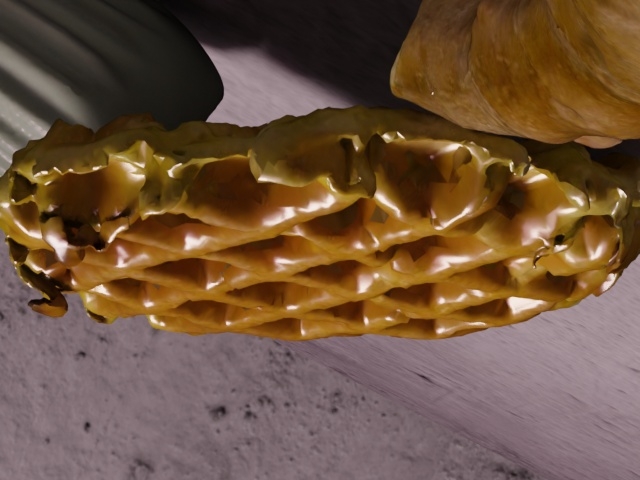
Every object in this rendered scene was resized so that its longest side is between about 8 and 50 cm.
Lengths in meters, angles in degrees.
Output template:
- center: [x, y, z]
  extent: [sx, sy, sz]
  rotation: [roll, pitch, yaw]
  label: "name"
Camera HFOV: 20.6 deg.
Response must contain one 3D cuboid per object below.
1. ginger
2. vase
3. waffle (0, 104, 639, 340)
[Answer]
- center: [0.088, -0.069, 0.544]
  extent: [0.118, 0.065, 0.299]
  rotation: [35, 173, -12]
  label: "ginger"
- center: [-0.177, -0.110, 0.920]
  extent: [0.248, 0.128, 0.128]
  rotation: [34, 171, -6]
  label: "vase"
- center: [0.000, 0.000, 0.815]
  extent: [0.302, 0.068, 0.325]
  rotation: [-2, 165, 4]
  label: "waffle"
